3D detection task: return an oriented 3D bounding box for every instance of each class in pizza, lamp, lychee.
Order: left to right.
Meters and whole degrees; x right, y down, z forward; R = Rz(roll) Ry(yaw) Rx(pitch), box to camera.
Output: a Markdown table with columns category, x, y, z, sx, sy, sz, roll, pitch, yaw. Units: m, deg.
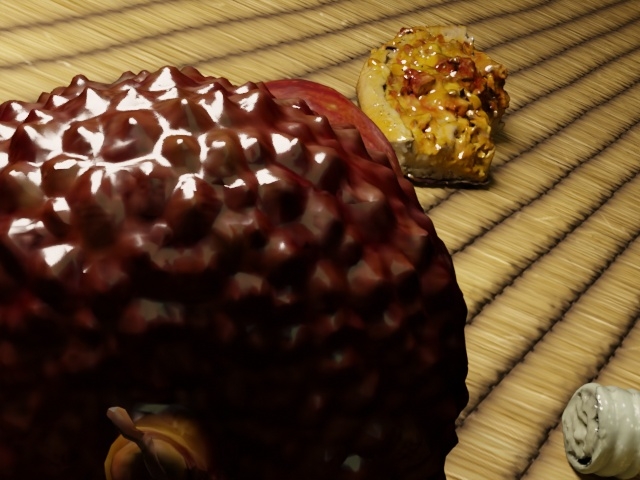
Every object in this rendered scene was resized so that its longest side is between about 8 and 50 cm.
| category | x | y | z | sx | sy | sz | roll | pitch | yaw |
| --- | --- | --- | --- | --- | --- | --- | --- | --- | --- |
| lychee | -0.065 | 0.055 | 0.519 | 0.264 | 0.264 | 0.300 | 25 | 9 | -5 |
| pizza | 0.118 | -0.145 | 1.196 | 0.161 | 0.085 | 0.305 | 29 | 29 | 0 |
| lamp | 0.264 | 0.141 | 0.836 | 0.193 | 0.106 | 0.106 | 10 | 31 | -11 |

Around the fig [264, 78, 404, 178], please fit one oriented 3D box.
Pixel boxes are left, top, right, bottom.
| category | x | y | z | sx | sy | sz | roll | pitch | yaw |
| --- | --- | --- | --- | --- | --- | --- | --- | --- | --- |
| fig | -0.004 | -0.001 | 0.784 | 0.207 | 0.175 | 0.175 | 47 | 28 | -3 |
